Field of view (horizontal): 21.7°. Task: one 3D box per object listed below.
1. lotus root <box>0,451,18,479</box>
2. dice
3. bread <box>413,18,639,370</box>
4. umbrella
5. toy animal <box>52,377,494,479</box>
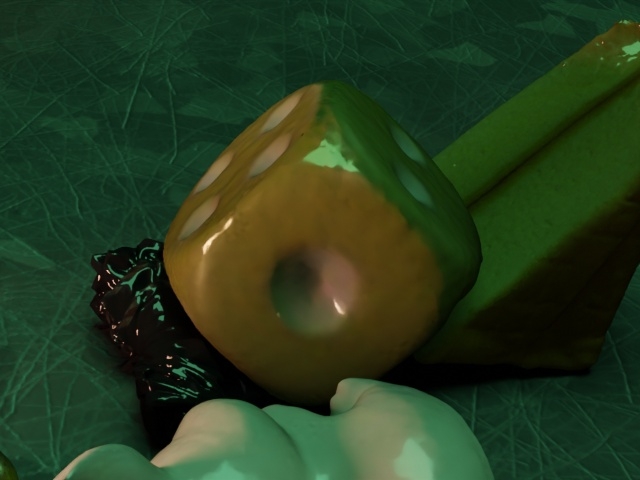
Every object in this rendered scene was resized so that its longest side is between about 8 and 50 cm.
[{"bbox_3d":[-0.309,0.199,1.479,0.099,0.054,0.049,28,46,25],"label":"lotus root"},{"bbox_3d":[0.000,0.000,1.636,0.227,0.238,0.233,44,17,-17],"label":"dice"},{"bbox_3d":[0.225,-0.070,1.749,0.244,0.362,0.233,7,31,-30],"label":"bread"},{"bbox_3d":[-0.143,0.109,1.625,0.122,0.110,0.272,34,14,-43],"label":"umbrella"},{"bbox_3d":[-0.043,0.230,1.331,0.367,0.196,0.241,-5,6,-21],"label":"toy animal"}]
